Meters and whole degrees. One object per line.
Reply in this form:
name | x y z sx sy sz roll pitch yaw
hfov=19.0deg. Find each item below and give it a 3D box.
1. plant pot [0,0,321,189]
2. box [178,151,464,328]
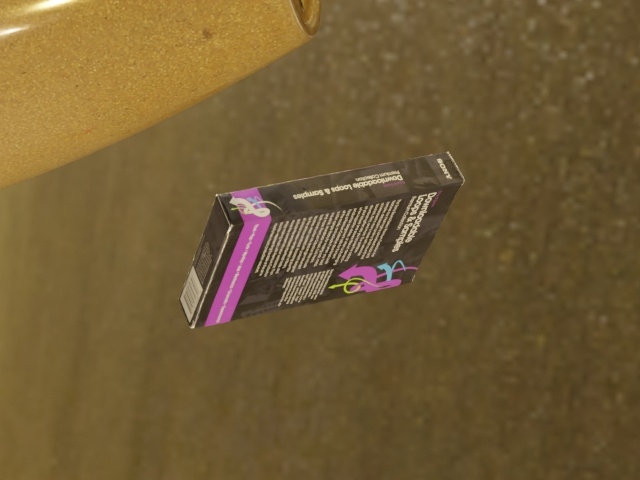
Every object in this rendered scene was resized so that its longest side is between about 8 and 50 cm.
plant pot | -0.135 -0.136 0.943 0.237 0.254 0.237 -8 -90 -80
box | 0.000 0.000 1.194 0.029 0.162 0.116 66 152 28
